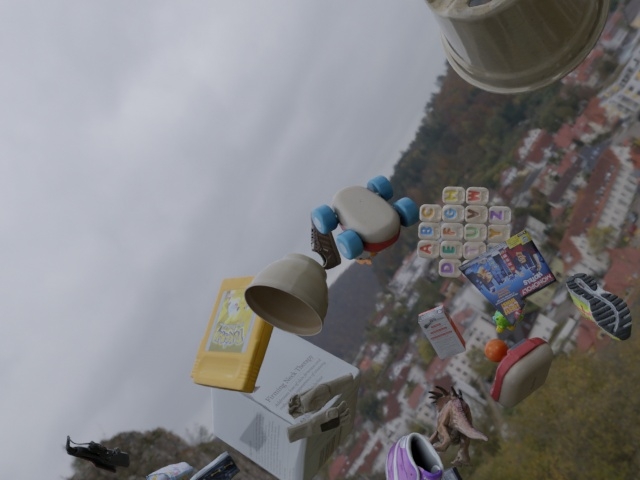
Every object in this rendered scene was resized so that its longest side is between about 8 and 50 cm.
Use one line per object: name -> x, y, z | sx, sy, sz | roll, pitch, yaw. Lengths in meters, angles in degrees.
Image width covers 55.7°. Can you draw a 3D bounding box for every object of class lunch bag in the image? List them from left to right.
lunch bag -> -0.339, 0.539, 1.375 | 0.083, 0.053, 0.071 | -25, -10, 29

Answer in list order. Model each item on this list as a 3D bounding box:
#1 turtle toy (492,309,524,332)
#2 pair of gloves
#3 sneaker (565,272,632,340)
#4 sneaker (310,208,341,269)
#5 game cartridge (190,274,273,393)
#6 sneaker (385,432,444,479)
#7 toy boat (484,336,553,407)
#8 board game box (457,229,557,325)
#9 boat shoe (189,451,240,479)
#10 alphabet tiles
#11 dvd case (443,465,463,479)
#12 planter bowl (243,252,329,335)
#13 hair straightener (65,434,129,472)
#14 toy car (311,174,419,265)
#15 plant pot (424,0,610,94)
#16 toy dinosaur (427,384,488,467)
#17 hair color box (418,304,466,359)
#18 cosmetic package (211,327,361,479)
turtle toy -> 0.605, 0.237, 1.940 | 0.130, 0.066, 0.095 | -6, -51, -30
pair of gloves -> 0.002, 0.483, 1.721 | 0.204, 0.042, 0.240 | -14, -46, -22
sneaker -> 0.670, 0.169, 1.447 | 0.082, 0.094, 0.208 | -24, 37, 3
sneaker -> 0.000, 0.000, 1.823 | 0.071, 0.188, 0.066 | -25, 7, -15
game cartridge -> -0.236, 0.253, 1.693 | 0.285, 0.053, 0.323 | -9, 56, 48
sneaker -> 0.194, 0.514, 1.161 | 0.161, 0.102, 0.282 | 111, 151, -53
toy boat -> 0.473, 0.308, 1.514 | 0.151, 0.151, 0.231 | -30, -38, -17
board game box -> 0.480, 0.104, 1.515 | 0.194, 0.194, 0.060 | -32, -13, 22
boat shoe -> -0.357, 0.786, 1.998 | 0.183, 0.083, 0.065 | -35, -20, -24
alphabet tiles -> 0.444, -0.025, 1.873 | 0.021, 0.278, 0.283 | 19, -106, -78
dvd case -> 0.295, 0.664, 1.392 | 0.179, 0.238, 0.030 | -36, -19, 28
planter bowl -> -0.051, 0.094, 1.166 | 0.162, 0.162, 0.109 | 110, -174, -56
hair straightener -> -0.550, 0.527, 1.524 | 0.089, 0.047, 0.230 | -24, -41, 7
toy car -> 0.120, -0.009, 1.604 | 0.219, 0.210, 0.237 | -30, -37, -19
plant pot -> 0.323, -0.459, 1.089 | 0.306, 0.334, 0.333 | 0, -56, -59
toy dinosaur -> 0.330, 0.441, 1.503 | 0.295, 0.127, 0.200 | 108, -176, -67
hair color box -> 0.403, 0.304, 2.003 | 0.093, 0.167, 0.053 | -25, 21, 20
cosmetic package -> -0.122, 0.558, 2.072 | 0.329, 0.394, 0.327 | -39, -36, -44
